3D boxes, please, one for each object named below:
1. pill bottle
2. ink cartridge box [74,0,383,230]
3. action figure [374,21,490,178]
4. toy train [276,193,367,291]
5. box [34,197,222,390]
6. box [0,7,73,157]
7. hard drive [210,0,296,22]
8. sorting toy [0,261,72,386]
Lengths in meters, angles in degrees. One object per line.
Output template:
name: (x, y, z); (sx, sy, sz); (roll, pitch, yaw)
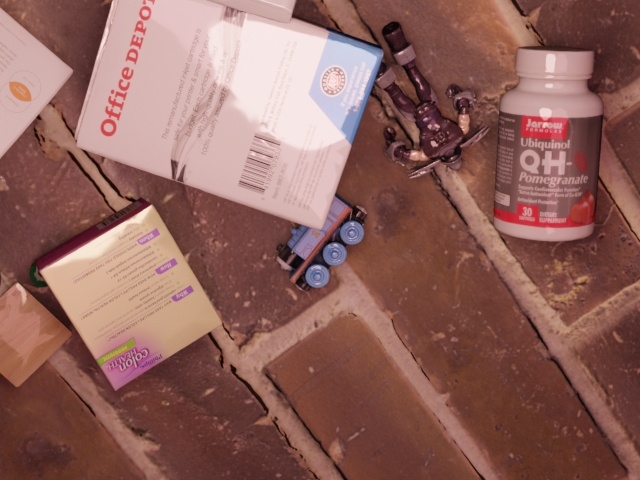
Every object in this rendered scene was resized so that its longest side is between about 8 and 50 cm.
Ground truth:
pill bottle: (0.392, -0.169, 1.965); (0.176, 0.176, 0.318); (-1, 104, -8)
ink cartridge box: (-0.135, -0.222, 1.739); (0.395, 0.166, 0.285); (19, 103, -2)
action figure: (0.173, -0.229, 1.963); (0.185, 0.099, 0.285); (-36, 110, -6)
toy train: (0.000, 0.000, 2.002); (0.105, 0.080, 0.184); (38, 98, -6)
box: (-0.324, 0.087, 1.933); (0.214, 0.117, 0.243); (-32, 106, -11)
box: (-0.580, -0.187, 1.743); (0.215, 0.168, 0.345); (42, 64, -16)
hard drive: (-0.109, -0.505, 1.664); (0.233, 0.047, 0.353); (16, 70, -3)
sorting toy: (-0.528, 0.164, 1.970); (0.274, 0.046, 0.132); (-45, 106, -4)
